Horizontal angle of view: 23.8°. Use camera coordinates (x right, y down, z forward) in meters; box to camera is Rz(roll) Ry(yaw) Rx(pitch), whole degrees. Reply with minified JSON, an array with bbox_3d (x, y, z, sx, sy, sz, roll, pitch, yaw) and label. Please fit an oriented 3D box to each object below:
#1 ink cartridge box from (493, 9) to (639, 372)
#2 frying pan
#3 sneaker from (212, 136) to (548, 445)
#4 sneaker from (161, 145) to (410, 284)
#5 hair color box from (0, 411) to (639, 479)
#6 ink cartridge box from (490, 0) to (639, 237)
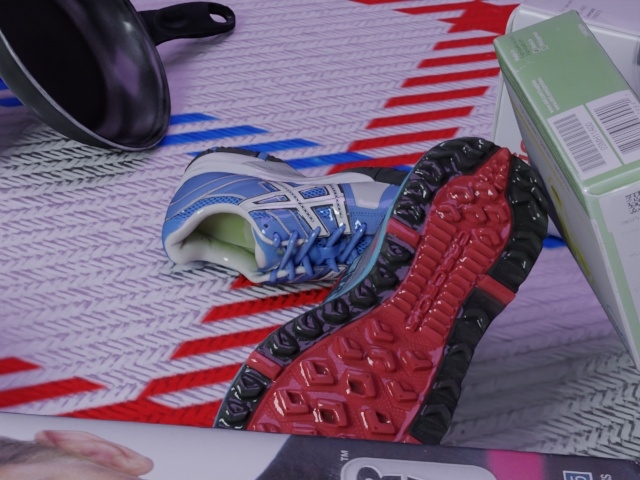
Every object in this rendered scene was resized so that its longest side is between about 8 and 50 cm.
[{"bbox_3d":[0.169,0.013,0.823,0.056,0.235,0.171,-21,34,2],"label":"ink cartridge box"},{"bbox_3d":[-0.170,-0.175,1.137,0.053,0.197,0.326,-30,19,23],"label":"frying pan"},{"bbox_3d":[0.031,0.069,0.815,0.104,0.125,0.262,38,63,7],"label":"sneaker"},{"bbox_3d":[0.000,0.000,0.945,0.211,0.080,0.081,6,36,20],"label":"sneaker"},{"bbox_3d":[-0.043,0.169,0.593,0.347,0.105,0.174,4,43,-2],"label":"hair color box"},{"bbox_3d":[0.231,-0.072,1.006,0.219,0.160,0.092,18,32,19],"label":"ink cartridge box"}]
